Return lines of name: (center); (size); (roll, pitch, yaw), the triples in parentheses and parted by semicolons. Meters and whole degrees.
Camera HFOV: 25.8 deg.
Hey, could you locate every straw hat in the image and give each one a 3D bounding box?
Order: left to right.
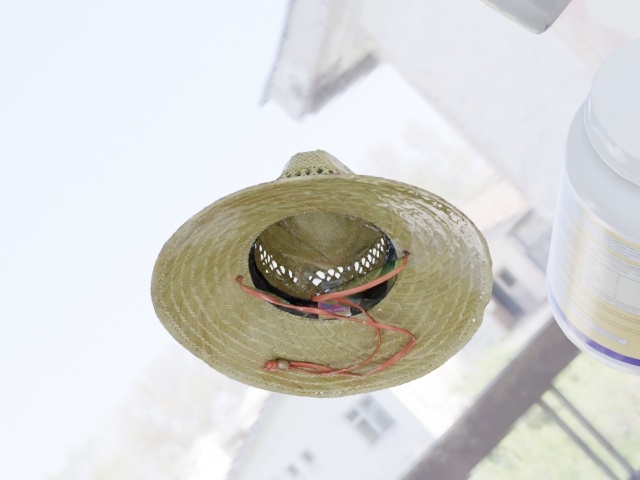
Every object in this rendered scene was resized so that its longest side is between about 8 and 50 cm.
straw hat: (0.000, 0.000, 0.568); (0.144, 0.144, 0.061); (-47, 33, 40)

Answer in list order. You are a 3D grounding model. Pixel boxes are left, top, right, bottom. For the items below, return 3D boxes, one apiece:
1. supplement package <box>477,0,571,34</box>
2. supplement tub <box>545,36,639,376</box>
supplement package: (-0.017, -0.221, 0.363); (0.177, 0.293, 0.175); (-52, -21, 15)
supplement tub: (0.372, -0.034, 1.491); (0.241, 0.241, 0.331); (-42, -29, -26)
